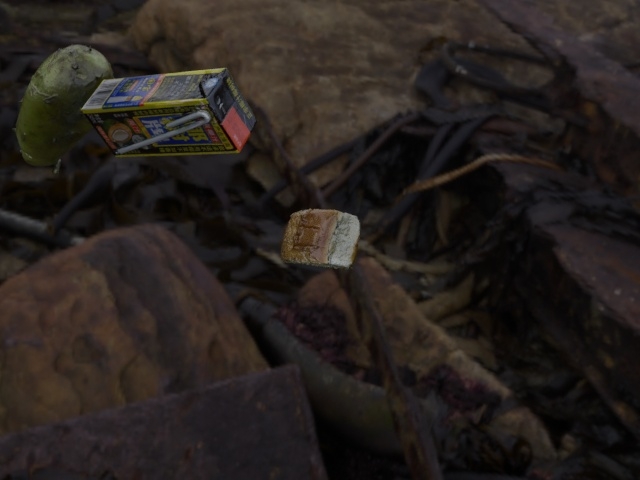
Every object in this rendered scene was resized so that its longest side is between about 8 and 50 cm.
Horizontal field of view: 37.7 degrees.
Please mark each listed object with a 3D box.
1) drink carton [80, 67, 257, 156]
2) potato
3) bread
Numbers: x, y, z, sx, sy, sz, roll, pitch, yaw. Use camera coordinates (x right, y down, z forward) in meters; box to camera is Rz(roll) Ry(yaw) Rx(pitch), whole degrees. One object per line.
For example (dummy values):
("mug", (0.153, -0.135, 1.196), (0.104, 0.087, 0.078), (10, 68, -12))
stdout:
("drink carton", (-0.150, -0.123, 0.924), (0.165, 0.071, 0.056), (2, 52, 34))
("potato", (-0.382, -0.193, 1.381), (0.117, 0.225, 0.090), (16, 39, -31))
("bread", (-0.001, -0.002, 1.159), (0.083, 0.070, 0.076), (0, -9, 44))
